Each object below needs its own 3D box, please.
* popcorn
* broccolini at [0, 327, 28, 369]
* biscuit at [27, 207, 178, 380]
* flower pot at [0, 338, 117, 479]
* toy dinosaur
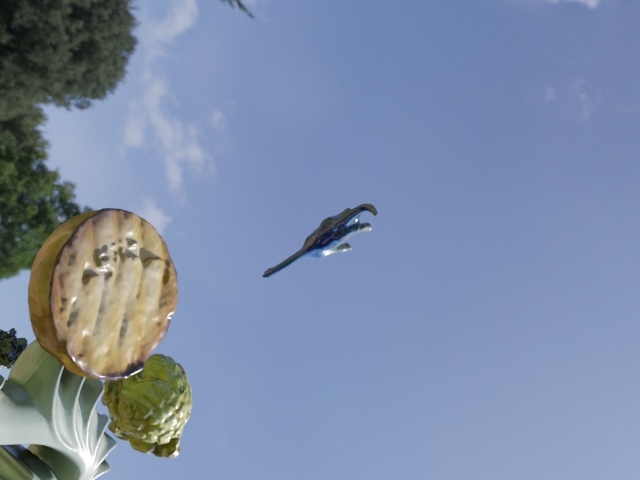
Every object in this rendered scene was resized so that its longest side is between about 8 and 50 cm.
[{"bbox_3d":[-0.415,0.410,1.607,0.236,0.205,0.252,-20,-97,37],"label":"popcorn"},{"bbox_3d":[-0.736,0.207,1.432,0.091,0.202,0.068,-59,-165,-10],"label":"broccolini"},{"bbox_3d":[-0.371,0.089,1.137,0.101,0.296,0.297,1,-99,29],"label":"biscuit"},{"bbox_3d":[-0.542,0.366,1.273,0.164,0.254,0.368,24,-53,31],"label":"flower pot"},{"bbox_3d":[0.000,0.000,1.285,0.075,0.188,0.247,63,-30,7],"label":"toy dinosaur"}]
